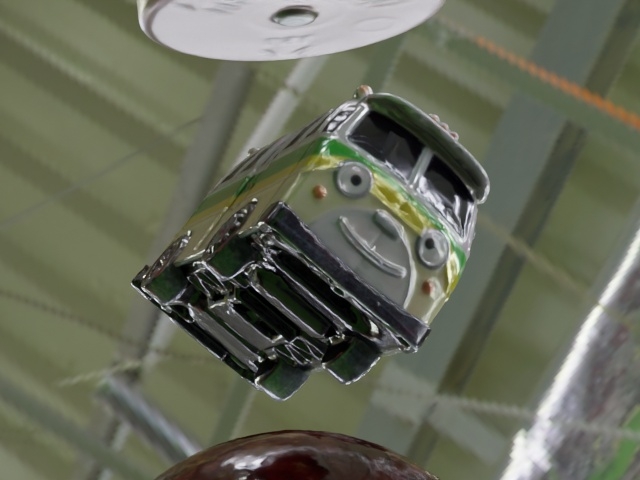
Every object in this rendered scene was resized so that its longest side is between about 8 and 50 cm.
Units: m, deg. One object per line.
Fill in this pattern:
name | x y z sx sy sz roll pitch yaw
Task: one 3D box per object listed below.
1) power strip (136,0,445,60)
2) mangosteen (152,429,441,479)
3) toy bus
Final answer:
power strip | -0.016 -0.141 0.949 0.154 0.154 0.078 -15 -105 32
mangosteen | -0.009 0.184 0.864 0.215 0.257 0.215 1 -103 -5
toy bus | 0.000 0.000 1.431 0.143 0.179 0.305 41 -21 -11
